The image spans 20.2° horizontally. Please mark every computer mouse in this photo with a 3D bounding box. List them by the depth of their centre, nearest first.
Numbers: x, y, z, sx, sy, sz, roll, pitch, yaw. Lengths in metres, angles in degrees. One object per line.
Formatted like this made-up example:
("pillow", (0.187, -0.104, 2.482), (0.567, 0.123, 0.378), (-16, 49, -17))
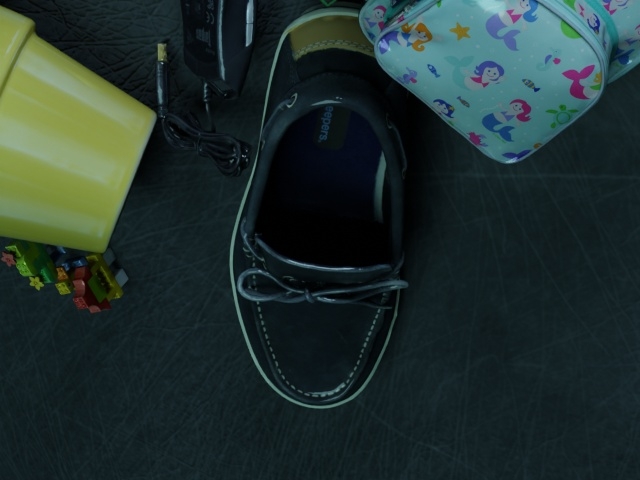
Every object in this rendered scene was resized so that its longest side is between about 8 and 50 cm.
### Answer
("computer mouse", (-0.113, -0.205, 1.815), (0.184, 0.060, 0.262), (21, 119, 57))

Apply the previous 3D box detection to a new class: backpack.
("backpack", (0.179, -0.209, 1.561), (0.225, 0.191, 0.253), (39, 127, -20))

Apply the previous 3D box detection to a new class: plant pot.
("plant pot", (-0.311, -0.102, 1.905), (0.239, 0.254, 0.254), (22, 134, -5))

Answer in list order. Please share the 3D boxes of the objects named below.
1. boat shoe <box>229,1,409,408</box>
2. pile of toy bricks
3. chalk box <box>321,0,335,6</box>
("boat shoe", (0.000, 0.000, 1.827), (0.186, 0.156, 0.500), (7, 130, 0))
("pile of toy bricks", (-0.327, 0.001, 2.076), (0.118, 0.105, 0.212), (-10, 119, 36))
("chalk box", (0.027, -0.298, 1.491), (0.132, 0.213, 0.132), (48, 134, -12))
